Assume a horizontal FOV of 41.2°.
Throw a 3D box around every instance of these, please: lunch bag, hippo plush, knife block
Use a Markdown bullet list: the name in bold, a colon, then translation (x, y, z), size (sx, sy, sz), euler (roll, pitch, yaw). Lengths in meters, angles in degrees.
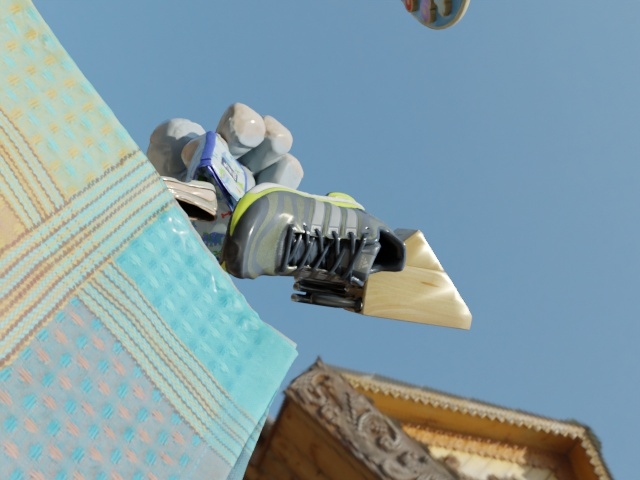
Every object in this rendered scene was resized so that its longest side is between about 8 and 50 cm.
- **lunch bag**: translation (-0.149, -0.062, 1.185), size (0.096, 0.129, 0.151), euler (-5, -62, -2)
- **hippo plush**: translation (-0.187, -0.118, 1.545), size (0.236, 0.234, 0.294), euler (20, -53, 43)
- **knife block**: translation (0.096, 0.099, 1.464), size (0.276, 0.242, 0.088), euler (57, -15, -14)

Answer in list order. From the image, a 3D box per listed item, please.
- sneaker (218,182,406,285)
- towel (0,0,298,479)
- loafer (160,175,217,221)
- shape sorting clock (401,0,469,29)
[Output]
- **sneaker**: translation (0.000, 0.000, 0.994), size (0.121, 0.300, 0.111), euler (25, -71, 31)
- **towel**: translation (-0.149, -0.006, 0.365), size (0.040, 0.271, 0.370), euler (-26, -72, 25)
- **loafer**: translation (-0.156, -0.040, 0.872), size (0.045, 0.125, 0.039), euler (-36, -115, 40)
- **shape sorting clock**: translation (0.100, -0.321, 0.886), size (0.206, 0.040, 0.206), euler (161, -90, -73)
